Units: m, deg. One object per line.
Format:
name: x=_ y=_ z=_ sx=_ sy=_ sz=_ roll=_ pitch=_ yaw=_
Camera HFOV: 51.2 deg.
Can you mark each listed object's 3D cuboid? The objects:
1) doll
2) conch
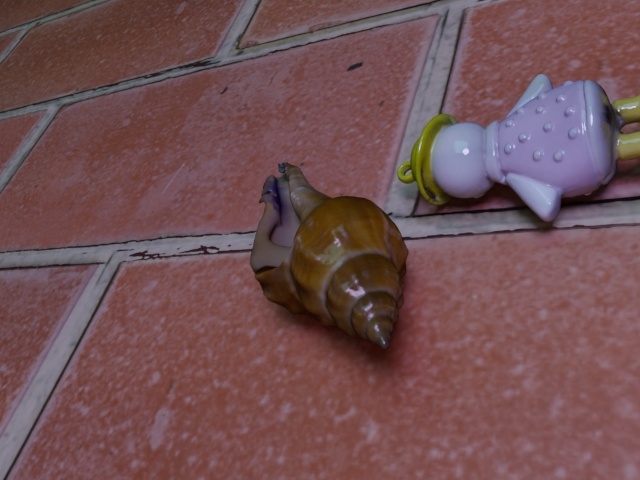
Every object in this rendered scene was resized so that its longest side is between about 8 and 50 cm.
doll: x=0.154 y=-0.070 z=0.515 sx=0.207 sy=0.081 sz=0.129 roll=-8 pitch=60 yaw=31
conch: x=0.004 y=0.003 z=0.550 sx=0.109 sy=0.093 sz=0.330 roll=-50 pitch=20 yaw=8
